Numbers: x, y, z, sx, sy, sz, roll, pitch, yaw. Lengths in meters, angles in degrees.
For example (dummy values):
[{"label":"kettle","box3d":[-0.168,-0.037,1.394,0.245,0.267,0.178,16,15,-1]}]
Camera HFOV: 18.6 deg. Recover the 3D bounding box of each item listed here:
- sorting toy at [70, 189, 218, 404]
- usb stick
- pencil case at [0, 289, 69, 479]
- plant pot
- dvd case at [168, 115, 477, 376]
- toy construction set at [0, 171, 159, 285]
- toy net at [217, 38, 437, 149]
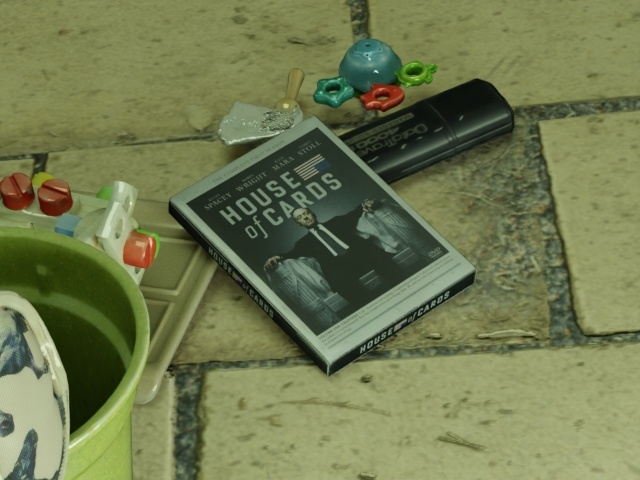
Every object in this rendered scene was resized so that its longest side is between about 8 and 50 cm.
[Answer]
[{"label":"sorting toy","box3d":[-0.257,0.046,1.826,0.307,0.041,0.229,7,47,16]},{"label":"usb stick","box3d":[0.064,-0.087,1.924,0.278,0.045,0.077,-24,51,-18]},{"label":"pencil case","box3d":[-0.365,0.111,1.285,0.410,0.160,0.183,0,30,18]},{"label":"plant pot","box3d":[-0.250,0.172,1.512,0.276,0.254,0.276,-4,42,4]},{"label":"dvd case","box3d":[0.000,0.000,1.805,0.179,0.030,0.238,-32,60,-25]},{"label":"toy construction set","box3d":[-0.265,-0.037,1.720,0.327,0.215,0.151,25,54,25]},{"label":"toy net","box3d":[0.004,-0.133,1.988,0.232,0.045,0.122,-31,48,-23]}]
